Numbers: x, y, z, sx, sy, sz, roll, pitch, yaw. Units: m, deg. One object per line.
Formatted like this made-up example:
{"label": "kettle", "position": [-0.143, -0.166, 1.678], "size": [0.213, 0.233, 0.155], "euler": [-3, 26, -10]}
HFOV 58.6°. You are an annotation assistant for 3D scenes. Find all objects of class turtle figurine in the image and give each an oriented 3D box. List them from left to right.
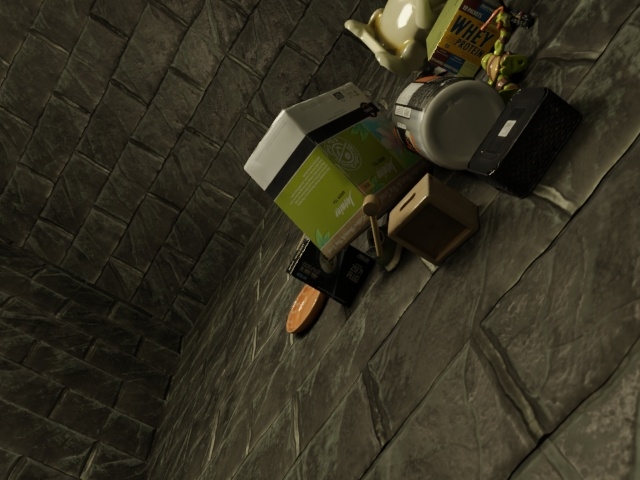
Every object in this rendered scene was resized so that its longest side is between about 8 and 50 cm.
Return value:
{"label": "turtle figurine", "position": [0.407, -0.378, 1.301], "size": [0.217, 0.087, 0.269], "euler": [-91, 12, -59]}

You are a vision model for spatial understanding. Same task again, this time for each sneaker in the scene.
{"label": "sneaker", "position": [0.157, -0.015, 1.399], "size": [0.064, 0.086, 0.192], "euler": [-47, 18, 40]}
{"label": "sneaker", "position": [0.378, -0.571, 1.846], "size": [0.178, 0.072, 0.077], "euler": [-38, 13, 41]}

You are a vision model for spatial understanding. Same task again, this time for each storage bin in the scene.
{"label": "storage bin", "position": [0.364, -0.178, 1.031], "size": [0.180, 0.084, 0.122], "euler": [-58, 14, 7]}

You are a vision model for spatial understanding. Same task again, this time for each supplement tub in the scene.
{"label": "supplement tub", "position": [0.277, -0.277, 1.305], "size": [0.193, 0.194, 0.316], "euler": [-56, 14, 10]}

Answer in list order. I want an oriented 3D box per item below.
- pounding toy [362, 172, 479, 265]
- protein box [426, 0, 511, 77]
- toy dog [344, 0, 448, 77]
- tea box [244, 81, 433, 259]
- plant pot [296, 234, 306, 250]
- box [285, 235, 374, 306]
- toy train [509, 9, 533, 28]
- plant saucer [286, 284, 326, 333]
{"label": "pounding toy", "position": [0.177, -0.046, 1.147], "size": [0.181, 0.206, 0.094], "euler": [-49, 17, 36]}
{"label": "protein box", "position": [0.405, -0.589, 1.587], "size": [0.201, 0.136, 0.199], "euler": [-78, 14, -54]}
{"label": "toy dog", "position": [0.354, -0.742, 1.825], "size": [0.408, 0.396, 0.284], "euler": [-51, 47, 29]}
{"label": "tea box", "position": [0.053, -0.185, 1.439], "size": [0.220, 0.323, 0.329], "euler": [-46, -4, 41]}
{"label": "plant pot", "position": [0.000, 0.000, 1.895], "size": [0.109, 0.096, 0.109], "euler": [-64, 16, -22]}
{"label": "box", "position": [0.025, 0.066, 1.494], "size": [0.147, 0.180, 0.077], "euler": [-59, 12, -5]}
{"label": "toy train", "position": [0.511, -0.571, 1.462], "size": [0.036, 0.027, 0.158], "euler": [-51, 16, 21]}
{"label": "plant saucer", "position": [-0.036, 0.198, 1.732], "size": [0.200, 0.037, 0.200], "euler": [-53, 15, 20]}
